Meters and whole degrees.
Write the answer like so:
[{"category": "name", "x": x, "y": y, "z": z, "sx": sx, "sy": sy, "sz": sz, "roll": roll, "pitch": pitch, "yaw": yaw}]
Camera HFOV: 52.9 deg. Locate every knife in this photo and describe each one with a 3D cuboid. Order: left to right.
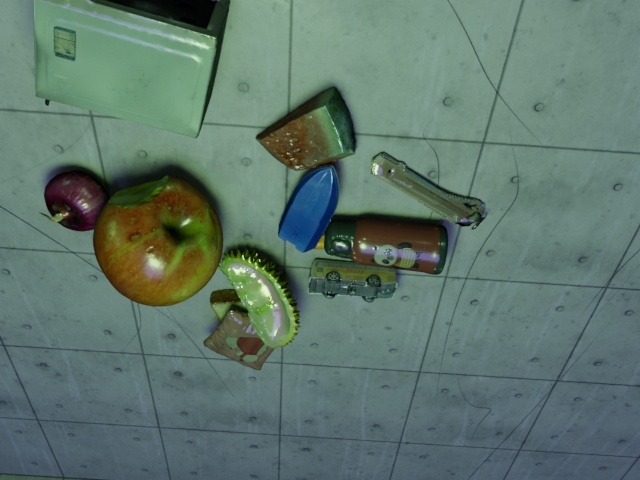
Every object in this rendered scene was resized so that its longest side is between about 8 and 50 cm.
[{"category": "knife", "x": 0.289, "y": -0.134, "z": 1.733, "sx": 0.365, "sy": 0.043, "sz": 0.089, "roll": 27, "pitch": 96, "yaw": -18}]

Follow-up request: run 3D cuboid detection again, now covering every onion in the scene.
[{"category": "onion", "x": -0.655, "y": -0.103, "z": 1.733, "sx": 0.177, "sy": 0.153, "sz": 0.177, "roll": -5, "pitch": 140, "yaw": -4}]

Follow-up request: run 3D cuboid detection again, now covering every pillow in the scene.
[{"category": "pillow", "x": -0.238, "y": 0.318, "z": 2.060, "sx": 0.223, "sy": 0.084, "sz": 0.236, "roll": 23, "pitch": 130, "yaw": -19}]

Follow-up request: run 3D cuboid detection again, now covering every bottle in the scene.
[{"category": "bottle", "x": 0.178, "y": 0.010, "z": 1.805, "sx": 0.336, "sy": 0.144, "sz": 0.144, "roll": 6, "pitch": 133, "yaw": 0}]

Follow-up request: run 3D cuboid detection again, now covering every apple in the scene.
[{"category": "apple", "x": -0.433, "y": 0.006, "z": 1.706, "sx": 0.340, "sy": 0.339, "sz": 0.339, "roll": 1, "pitch": 133, "yaw": 1}]

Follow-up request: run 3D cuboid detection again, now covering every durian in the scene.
[{"category": "durian", "x": -0.168, "y": 0.168, "z": 1.918, "sx": 0.169, "sy": 0.158, "sz": 0.352, "roll": -31, "pitch": 105, "yaw": -6}]

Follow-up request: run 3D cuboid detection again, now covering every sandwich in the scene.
[{"category": "sandwich", "x": -0.250, "y": 0.246, "z": 2.097, "sx": 0.186, "sy": 0.065, "sz": 0.214, "roll": -8, "pitch": 132, "yaw": 10}]

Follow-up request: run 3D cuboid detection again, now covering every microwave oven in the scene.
[{"category": "microwave oven", "x": -0.397, "y": -0.418, "z": 1.376, "sx": 0.355, "sy": 0.218, "sz": 0.286, "roll": 13, "pitch": 134, "yaw": -9}]

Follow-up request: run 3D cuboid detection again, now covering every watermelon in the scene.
[{"category": "watermelon", "x": -0.043, "y": -0.246, "z": 1.605, "sx": 0.257, "sy": 0.140, "sz": 0.193, "roll": -12, "pitch": 124, "yaw": 24}]

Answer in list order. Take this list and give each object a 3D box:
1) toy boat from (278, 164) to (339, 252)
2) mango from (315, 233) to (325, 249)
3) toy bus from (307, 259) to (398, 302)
[{"category": "toy boat", "x": -0.018, "y": -0.097, "z": 1.725, "sx": 0.129, "sy": 0.088, "sz": 0.295, "roll": 33, "pitch": 137, "yaw": 5}, {"category": "mango", "x": 0.000, "y": 0.000, "z": 1.865, "sx": 0.089, "sy": 0.046, "sz": 0.060, "roll": 4, "pitch": 133, "yaw": -4}, {"category": "toy bus", "x": 0.095, "y": 0.118, "z": 1.932, "sx": 0.268, "sy": 0.106, "sz": 0.092, "roll": 5, "pitch": 133, "yaw": -5}]
